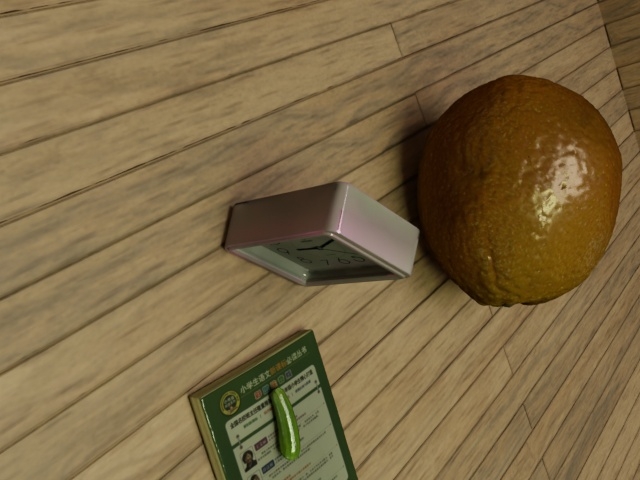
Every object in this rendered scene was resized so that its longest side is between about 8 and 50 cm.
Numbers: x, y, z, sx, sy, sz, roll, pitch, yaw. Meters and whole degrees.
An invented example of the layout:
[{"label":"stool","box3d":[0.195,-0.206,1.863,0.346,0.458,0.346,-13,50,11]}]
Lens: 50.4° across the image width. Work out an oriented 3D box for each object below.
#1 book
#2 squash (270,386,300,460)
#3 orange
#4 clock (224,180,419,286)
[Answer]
[{"label":"book","box3d":[-0.042,0.271,0.848,0.202,0.027,0.264,-25,101,-45]},{"label":"squash","box3d":[-0.041,0.220,0.818,0.027,0.027,0.089,-9,89,-46]},{"label":"orange","box3d":[0.308,-0.070,1.078,0.322,0.322,0.357,11,84,-44]},{"label":"clock","box3d":[0.000,0.000,0.818,0.150,0.197,0.063,29,64,-40]}]
